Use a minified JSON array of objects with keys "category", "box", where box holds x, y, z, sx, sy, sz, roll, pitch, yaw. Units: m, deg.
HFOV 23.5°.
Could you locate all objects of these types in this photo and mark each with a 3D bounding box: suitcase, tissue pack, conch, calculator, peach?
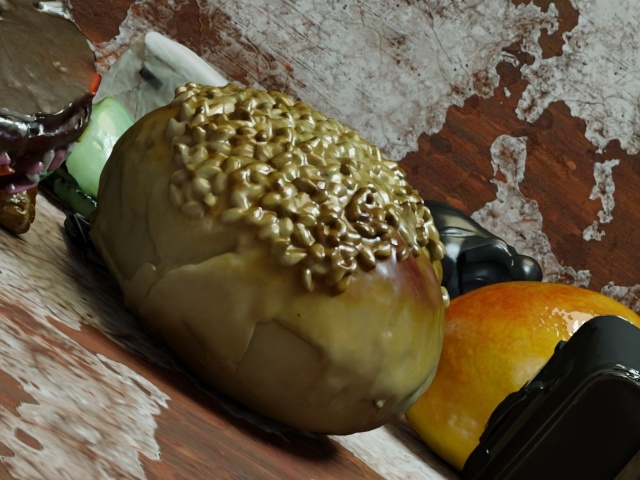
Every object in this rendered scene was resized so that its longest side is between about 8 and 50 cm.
[{"category":"suitcase","box":[0.341,0.284,1.453,0.434,0.283,0.194,36,23,-4]},{"category":"tissue pack","box":[-0.169,-0.138,2.311,0.266,0.194,0.356,42,3,20]},{"category":"conch","box":[-0.249,-0.066,1.813,0.251,0.137,0.143,55,-20,7]},{"category":"calculator","box":[-0.157,0.055,1.662,0.274,0.028,0.166,33,6,-21]},{"category":"peach","box":[0.251,0.175,1.857,0.308,0.289,0.289,41,4,-13]}]

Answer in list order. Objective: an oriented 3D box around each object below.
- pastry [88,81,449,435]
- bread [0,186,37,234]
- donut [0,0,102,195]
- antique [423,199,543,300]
[{"category":"pastry","box":[-0.035,0.005,1.518,0.409,0.245,0.409,33,18,-12]},{"category":"bread","box":[-0.341,-0.088,1.542,0.233,0.076,0.105,41,9,36]},{"category":"donut","box":[-0.335,-0.155,1.414,0.259,0.136,0.345,33,27,-11]},{"category":"antique","box":[0.213,0.077,2.602,0.322,0.255,0.185,39,4,16]}]
